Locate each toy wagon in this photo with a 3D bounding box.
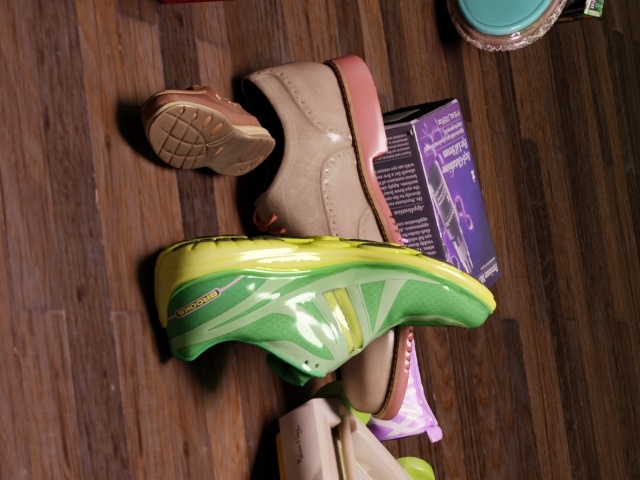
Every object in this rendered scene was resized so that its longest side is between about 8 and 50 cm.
[{"bbox_3d":[0.080,0.293,1.511,0.344,0.068,0.267,51,16,-30],"label":"toy wagon"}]

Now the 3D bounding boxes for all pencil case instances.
[{"bbox_3d":[0.062,0.099,1.644,0.086,0.088,0.206,-12,91,-64],"label":"pencil case"}]

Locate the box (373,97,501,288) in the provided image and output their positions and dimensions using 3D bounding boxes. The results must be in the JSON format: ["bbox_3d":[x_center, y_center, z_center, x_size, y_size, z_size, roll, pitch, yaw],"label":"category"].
[{"bbox_3d":[0.098,-0.029,1.743,0.153,0.108,0.207,-34,110,-63],"label":"box"}]

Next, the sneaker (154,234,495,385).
[{"bbox_3d":[0.002,0.059,1.405,0.109,0.295,0.123,-162,-105,-72],"label":"sneaker"}]

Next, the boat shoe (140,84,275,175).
[{"bbox_3d":[-0.105,-0.100,1.421,0.060,0.064,0.178,54,17,21],"label":"boat shoe"}]

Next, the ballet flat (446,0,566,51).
[{"bbox_3d":[0.246,-0.396,2.171,0.182,0.164,0.483,85,8,-58],"label":"ballet flat"}]

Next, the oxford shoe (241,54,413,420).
[{"bbox_3d":[0.000,0.000,1.533,0.130,0.123,0.348,-5,71,-20],"label":"oxford shoe"}]

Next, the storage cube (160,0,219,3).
[{"bbox_3d":[-0.054,-0.328,1.394,0.215,0.193,0.183,-53,130,-32],"label":"storage cube"}]

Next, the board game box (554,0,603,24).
[{"bbox_3d":[0.315,-0.351,2.182,0.260,0.030,0.136,-165,-97,-75],"label":"board game box"}]
